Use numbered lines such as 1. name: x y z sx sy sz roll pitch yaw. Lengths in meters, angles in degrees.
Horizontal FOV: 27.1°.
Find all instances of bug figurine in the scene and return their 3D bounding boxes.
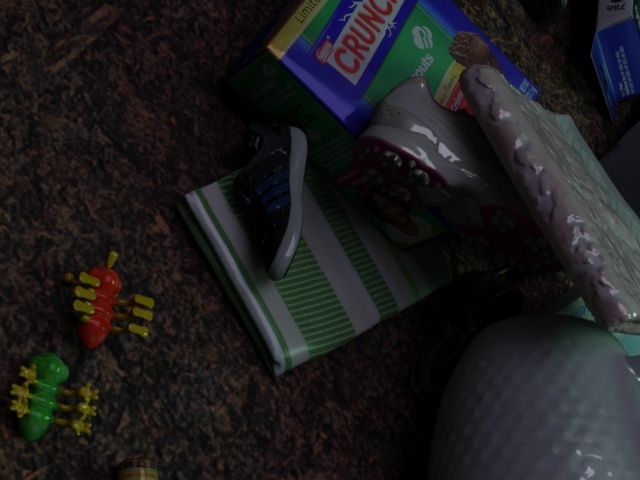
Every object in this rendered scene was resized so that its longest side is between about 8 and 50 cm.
1. bug figurine: -0.308 0.073 1.296 0.279 0.072 0.216 27 59 -30

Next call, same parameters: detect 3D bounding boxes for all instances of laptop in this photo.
1. laptop: 0.540 -0.093 2.087 0.234 0.136 0.264 49 22 -8

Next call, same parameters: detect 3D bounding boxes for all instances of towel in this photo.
1. towel: 0.000 0.000 1.602 0.325 0.038 0.247 -27 86 -44
2. towel: 0.304 -0.038 1.536 0.317 0.053 0.331 11 46 -60

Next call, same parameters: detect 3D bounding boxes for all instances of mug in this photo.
1. mug: 0.297 0.252 1.474 0.276 0.374 0.328 36 47 -45

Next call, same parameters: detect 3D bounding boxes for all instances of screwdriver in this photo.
1. screwdriver: 0.246 0.040 1.780 0.170 0.025 0.024 -22 82 -42

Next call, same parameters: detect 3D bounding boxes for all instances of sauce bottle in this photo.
1. sauce bottle: -0.179 0.280 1.310 0.042 0.042 0.128 11 60 -34

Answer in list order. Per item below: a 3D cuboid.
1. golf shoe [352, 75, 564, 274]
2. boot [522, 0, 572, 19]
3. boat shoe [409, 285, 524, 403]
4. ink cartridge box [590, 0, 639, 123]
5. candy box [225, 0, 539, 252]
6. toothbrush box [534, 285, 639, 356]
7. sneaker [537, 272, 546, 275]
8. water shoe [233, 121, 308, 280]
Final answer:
1. golf shoe: 0.185 -0.074 1.529 0.306 0.115 0.140 33 60 -21
2. boot: 0.350 -0.474 2.089 0.179 0.085 0.236 -30 94 -45
3. boat shoe: 0.185 0.122 1.657 0.073 0.073 0.207 49 48 -6
4. ink cartridge box: 0.486 -0.361 2.102 0.165 0.065 0.332 58 37 -47
5. candy box: 0.083 -0.191 1.639 0.317 0.122 0.268 42 57 -13
6. toothbrush box: 0.393 0.202 1.740 0.216 0.126 0.295 -29 88 -43
7. sneaker: 0.332 -0.029 1.828 0.126 0.127 0.321 59 22 16
8. water shoe: -0.063 -0.044 1.513 0.080 0.073 0.203 11 55 -11
